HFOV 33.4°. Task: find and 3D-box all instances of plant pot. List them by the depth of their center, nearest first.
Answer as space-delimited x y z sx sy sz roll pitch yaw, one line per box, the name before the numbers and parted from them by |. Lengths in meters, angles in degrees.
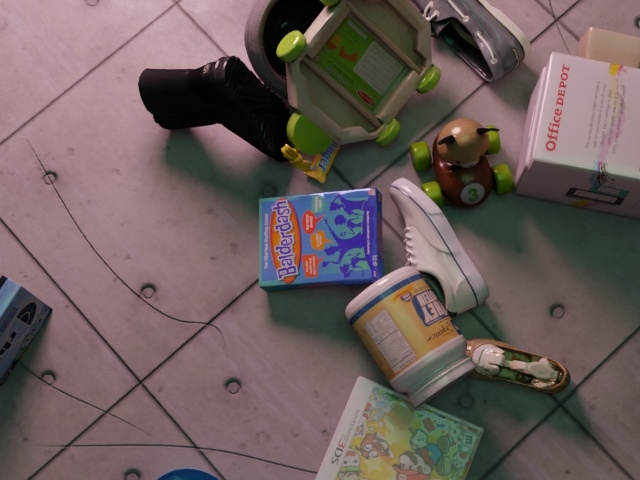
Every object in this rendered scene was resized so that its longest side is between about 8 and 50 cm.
plant pot | 0.510 -0.309 1.894 0.109 0.109 0.096 14 88 4

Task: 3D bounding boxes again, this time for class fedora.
fedora | -0.019 -0.371 1.878 0.276 0.124 0.243 -18 116 -20

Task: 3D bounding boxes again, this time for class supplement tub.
supplement tub | 0.149 0.158 1.748 0.144 0.144 0.199 -32 77 -8

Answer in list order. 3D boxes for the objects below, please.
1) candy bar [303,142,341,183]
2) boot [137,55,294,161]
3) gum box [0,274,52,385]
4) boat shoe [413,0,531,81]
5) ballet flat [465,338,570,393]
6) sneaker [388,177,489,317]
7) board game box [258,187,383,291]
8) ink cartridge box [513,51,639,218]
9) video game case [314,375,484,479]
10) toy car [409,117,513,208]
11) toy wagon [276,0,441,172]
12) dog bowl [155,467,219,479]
candy bar | 0.023 -0.178 1.904 0.040 0.018 0.161 25 78 7
boot | -0.180 -0.223 1.868 0.207 0.246 0.094 -2 56 35
gum box | -0.518 0.150 1.736 0.041 0.184 0.157 29 77 8
boat shoe | 0.228 -0.408 1.913 0.319 0.116 0.099 41 75 5
ballet flat | 0.317 0.204 1.775 0.206 0.067 0.073 10 78 4
sneaker | 0.182 0.012 1.812 0.091 0.094 0.258 -32 78 -12
board game box | 0.000 0.000 1.815 0.210 0.047 0.160 -6 75 16
ink cartridge box | 0.486 -0.169 1.804 0.270 0.197 0.198 12 76 3
video game case | 0.127 0.361 1.757 0.227 0.026 0.206 22 77 6
toy car | 0.245 -0.145 1.804 0.155 0.188 0.148 -14 75 -3
toy wagon | 0.042 -0.274 1.831 0.267 0.068 0.344 38 89 -31
dog bowl | -0.150 0.480 1.704 0.297 0.074 0.165 24 77 7
